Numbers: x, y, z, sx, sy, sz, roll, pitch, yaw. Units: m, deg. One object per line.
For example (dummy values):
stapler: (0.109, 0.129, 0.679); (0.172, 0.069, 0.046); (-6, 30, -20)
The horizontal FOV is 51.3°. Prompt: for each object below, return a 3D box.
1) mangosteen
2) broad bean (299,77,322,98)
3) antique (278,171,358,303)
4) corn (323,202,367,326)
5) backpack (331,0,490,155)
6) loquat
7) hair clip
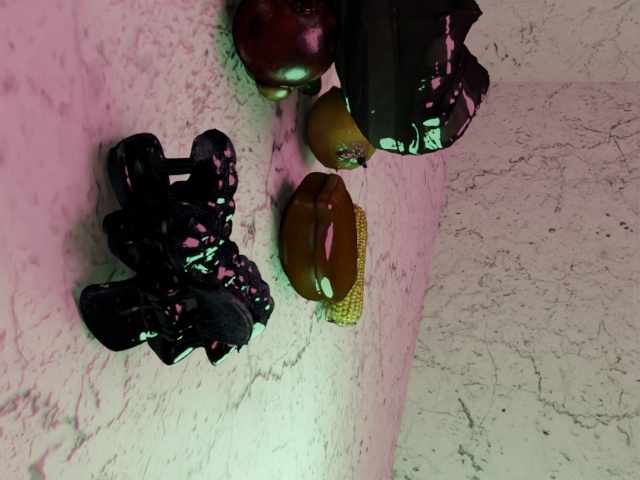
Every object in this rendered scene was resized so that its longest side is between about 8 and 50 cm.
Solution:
mangosteen: (-0.057, -0.310, 1.050); (0.200, 0.200, 0.199); (4, 90, -72)
broad bean: (-0.044, -0.344, 1.245); (0.052, 0.052, 0.256); (56, 2, 29)
antique: (0.000, 0.000, 1.324); (0.278, 0.129, 0.223); (76, 26, -44)
corn: (0.058, 0.058, 1.581); (0.106, 0.107, 0.292); (29, 63, -70)
backpack: (0.144, -0.331, 1.135); (0.445, 0.255, 0.363); (-90, 172, -49)
loquat: (0.045, -0.237, 1.383); (0.172, 0.150, 0.204); (61, 21, -59)
hair clip: (-0.153, 0.028, 0.791); (0.206, 0.195, 0.310); (-75, 159, -48)
